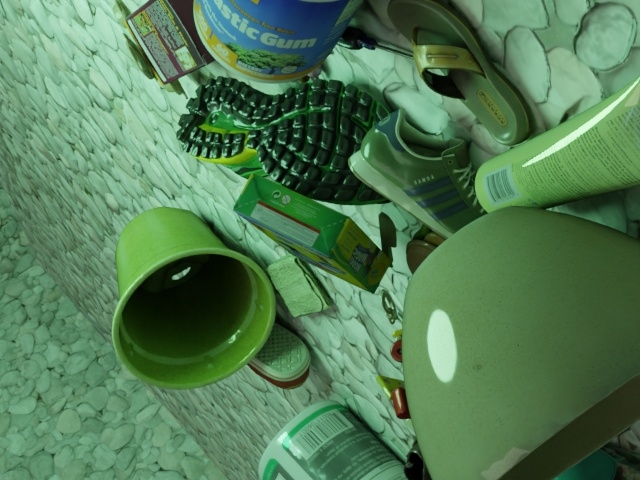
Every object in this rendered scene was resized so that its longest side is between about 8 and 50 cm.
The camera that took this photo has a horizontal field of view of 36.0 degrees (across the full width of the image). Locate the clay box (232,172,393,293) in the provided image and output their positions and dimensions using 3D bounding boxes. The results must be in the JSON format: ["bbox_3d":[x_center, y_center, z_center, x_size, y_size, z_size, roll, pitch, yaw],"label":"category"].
[{"bbox_3d":[0.000,0.000,1.127,0.128,0.053,0.222,26,173,22],"label":"clay box"}]

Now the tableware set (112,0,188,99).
[{"bbox_3d":[-0.247,-0.272,1.404,0.141,0.020,0.169,63,-171,21],"label":"tableware set"}]

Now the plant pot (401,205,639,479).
[{"bbox_3d":[0.179,0.083,0.841,0.191,0.284,0.284,54,160,24],"label":"plant pot"}]

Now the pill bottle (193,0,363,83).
[{"bbox_3d":[-0.022,-0.261,0.883,0.152,0.152,0.272,53,159,3],"label":"pill bottle"}]

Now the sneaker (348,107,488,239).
[{"bbox_3d":[0.128,-0.060,0.989,0.192,0.064,0.086,33,117,-2],"label":"sneaker"}]

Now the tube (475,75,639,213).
[{"bbox_3d":[0.219,-0.068,0.817,0.240,0.070,0.062,157,117,-65],"label":"tube"}]

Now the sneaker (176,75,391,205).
[{"bbox_3d":[-0.010,-0.114,1.163,0.344,0.134,0.146,21,178,43],"label":"sneaker"}]

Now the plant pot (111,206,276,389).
[{"bbox_3d":[-0.247,0.073,1.715,0.254,0.276,0.276,54,167,53],"label":"plant pot"}]

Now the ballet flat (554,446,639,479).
[{"bbox_3d":[0.336,0.281,1.061,0.077,0.091,0.241,38,169,-23],"label":"ballet flat"}]

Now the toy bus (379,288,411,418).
[{"bbox_3d":[0.161,0.167,1.205,0.202,0.104,0.191,57,-158,-31],"label":"toy bus"}]

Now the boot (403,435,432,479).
[{"bbox_3d":[0.182,0.164,1.021,0.090,0.207,0.248,44,156,24],"label":"boot"}]

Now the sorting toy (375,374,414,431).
[{"bbox_3d":[0.179,0.278,1.306,0.274,0.132,0.046,41,112,31],"label":"sorting toy"}]

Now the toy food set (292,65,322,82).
[{"bbox_3d":[-0.029,-0.214,1.144,0.078,0.019,0.122,55,158,-1],"label":"toy food set"}]

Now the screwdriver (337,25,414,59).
[{"bbox_3d":[0.066,-0.192,0.993,0.170,0.024,0.025,28,177,36],"label":"screwdriver"}]

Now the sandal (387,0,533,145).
[{"bbox_3d":[0.119,-0.153,0.893,0.180,0.049,0.072,52,158,5],"label":"sandal"}]

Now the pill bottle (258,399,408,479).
[{"bbox_3d":[0.077,0.461,1.682,0.361,0.204,0.204,42,155,29],"label":"pill bottle"}]

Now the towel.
[{"bbox_3d":[-0.039,0.074,1.584,0.110,0.027,0.148,56,158,-4],"label":"towel"}]

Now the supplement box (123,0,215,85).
[{"bbox_3d":[-0.173,-0.274,1.266,0.104,0.081,0.188,59,158,-14],"label":"supplement box"}]

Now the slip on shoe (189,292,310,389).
[{"bbox_3d":[-0.144,0.167,1.829,0.331,0.123,0.101,34,155,30],"label":"slip on shoe"}]

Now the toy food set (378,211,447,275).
[{"bbox_3d":[0.152,0.038,1.141,0.192,0.038,0.132,39,161,22],"label":"toy food set"}]
